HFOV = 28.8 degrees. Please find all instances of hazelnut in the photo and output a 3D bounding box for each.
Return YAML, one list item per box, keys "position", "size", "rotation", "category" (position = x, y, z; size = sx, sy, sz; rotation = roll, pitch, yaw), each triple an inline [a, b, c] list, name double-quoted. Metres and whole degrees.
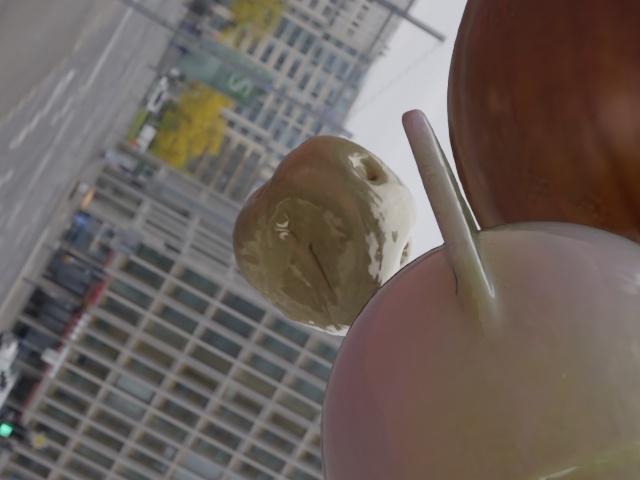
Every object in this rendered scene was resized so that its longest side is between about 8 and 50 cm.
- position: [0.274, -0.101, 0.927]
  size: [0.372, 0.372, 0.315]
  rotation: [-62, -177, -9]
  category: "hazelnut"

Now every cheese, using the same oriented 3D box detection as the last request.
- position: [0.000, 0.000, 1.406]
  size: [0.117, 0.217, 0.235]
  rotation: [-38, 121, -56]
  category: "cheese"

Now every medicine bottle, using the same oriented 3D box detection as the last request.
- position: [0.127, 0.145, 0.639]
  size: [0.236, 0.235, 0.406]
  rotation: [-50, -131, 48]
  category: "medicine bottle"
